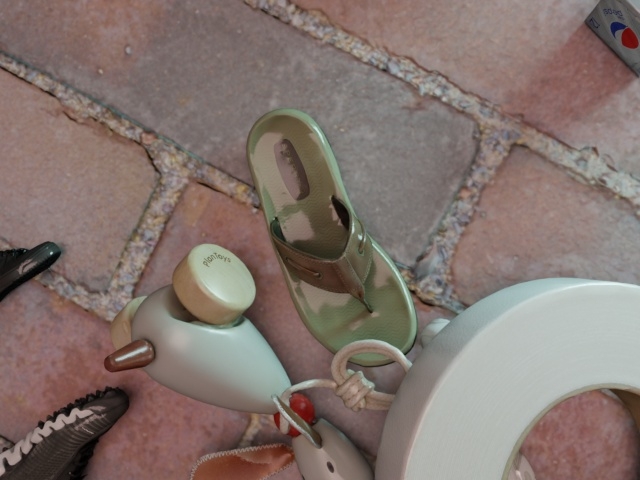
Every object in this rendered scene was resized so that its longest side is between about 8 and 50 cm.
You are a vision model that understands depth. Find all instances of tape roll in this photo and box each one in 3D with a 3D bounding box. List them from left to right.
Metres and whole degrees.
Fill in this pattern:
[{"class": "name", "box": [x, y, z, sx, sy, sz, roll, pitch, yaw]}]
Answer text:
[{"class": "tape roll", "box": [0.241, 0.230, 0.603, 0.392, 0.072, 0.392, 0, 90, -14]}]

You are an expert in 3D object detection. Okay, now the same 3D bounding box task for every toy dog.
[{"class": "toy dog", "box": [-0.085, 0.159, 0.642, 0.334, 0.161, 0.220, 30, 120, 9]}]

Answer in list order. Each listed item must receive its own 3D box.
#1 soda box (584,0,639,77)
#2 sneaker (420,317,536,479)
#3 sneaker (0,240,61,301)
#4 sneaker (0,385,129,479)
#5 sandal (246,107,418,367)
[{"class": "soda box", "box": [0.413, -0.300, 0.642, 0.286, 0.098, 0.091, -42, 84, 4]}, {"class": "sneaker", "box": [0.138, 0.197, 0.651, 0.115, 0.090, 0.232, -18, 85, -18]}, {"class": "sneaker", "box": [-0.390, 0.028, 0.746, 0.170, 0.051, 0.089, -35, 90, 8]}, {"class": "sneaker", "box": [-0.294, 0.252, 0.722, 0.234, 0.078, 0.106, -33, 89, 8]}, {"class": "sandal", "box": [-0.002, 0.000, 0.686, 0.120, 0.086, 0.302, -28, 86, 5]}]
